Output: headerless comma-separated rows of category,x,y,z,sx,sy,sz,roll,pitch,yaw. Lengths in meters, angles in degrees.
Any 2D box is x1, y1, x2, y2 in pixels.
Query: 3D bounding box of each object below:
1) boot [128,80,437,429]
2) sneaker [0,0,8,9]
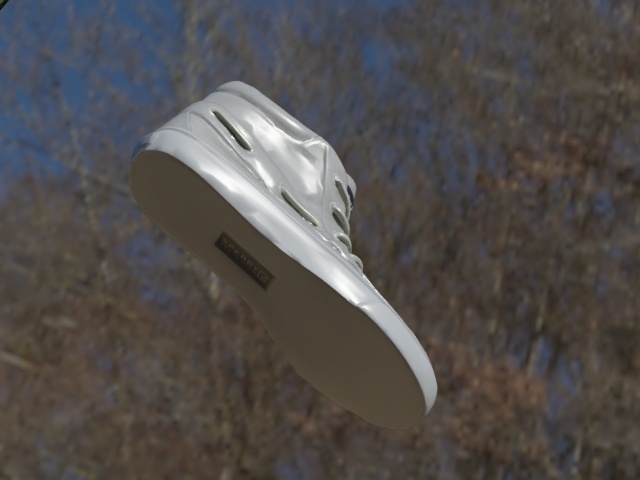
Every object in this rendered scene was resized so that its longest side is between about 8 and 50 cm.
boot,0.000,0.000,1.307,0.258,0.123,0.095,46,-43,-1
sneaker,-0.211,-0.118,0.840,0.483,0.202,0.185,-38,-86,-1
